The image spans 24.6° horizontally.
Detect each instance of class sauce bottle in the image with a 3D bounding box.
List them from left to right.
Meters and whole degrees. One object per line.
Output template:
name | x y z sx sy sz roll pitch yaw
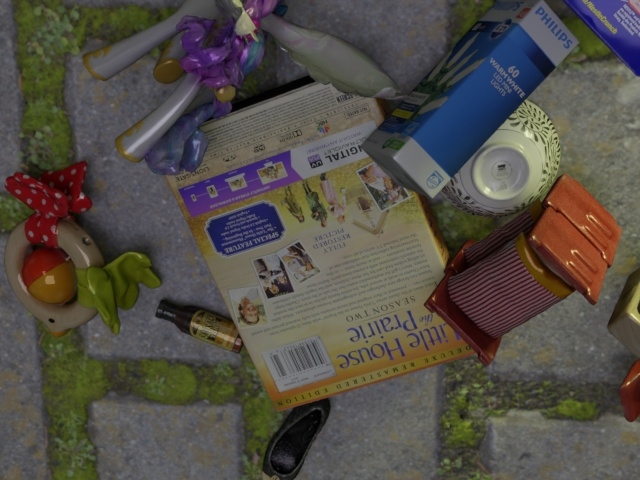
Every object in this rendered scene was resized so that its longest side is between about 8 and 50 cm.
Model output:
sauce bottle | -0.165 0.117 2.021 0.128 0.042 0.042 19 110 0

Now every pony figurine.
pony figurine | -0.105 -0.247 1.756 0.363 0.351 0.303 -45 132 17

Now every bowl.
bowl | 0.225 -0.097 1.865 0.170 0.080 0.170 0 109 0

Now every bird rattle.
bird rattle | -0.354 0.027 1.978 0.253 0.143 0.207 47 124 -6

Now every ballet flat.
ballet flat | -0.039 0.284 2.056 0.057 0.049 0.173 26 110 -1

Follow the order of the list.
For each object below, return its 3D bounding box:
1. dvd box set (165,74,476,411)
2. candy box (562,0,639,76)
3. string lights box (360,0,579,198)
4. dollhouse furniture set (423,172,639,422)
dvd box set | 0.000 0.000 1.930 0.308 0.062 0.420 -19 108 18
candy box | 0.298 -0.346 1.655 0.268 0.317 0.122 44 107 -9
string lights box | 0.178 -0.175 1.776 0.077 0.133 0.259 44 85 -18
dollhouse furniture set | 0.345 0.118 1.833 0.374 0.152 0.201 43 133 -8
